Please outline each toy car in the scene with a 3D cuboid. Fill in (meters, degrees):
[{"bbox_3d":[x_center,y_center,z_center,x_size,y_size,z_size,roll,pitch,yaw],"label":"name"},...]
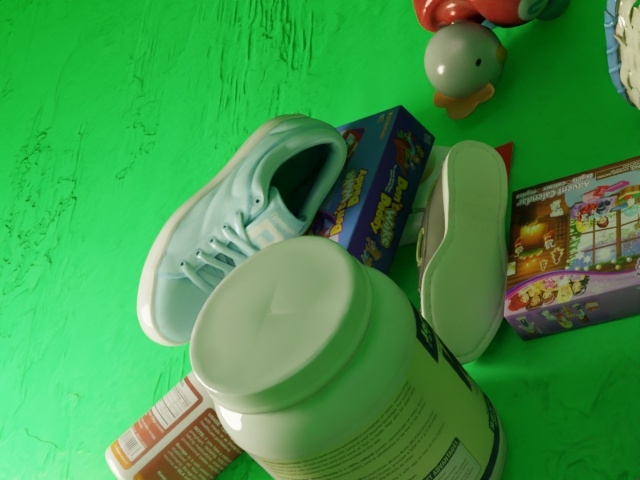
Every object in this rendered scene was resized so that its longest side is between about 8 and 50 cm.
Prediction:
[{"bbox_3d":[0.224,-0.285,1.919,0.210,0.219,0.238,-4,78,37],"label":"toy car"}]

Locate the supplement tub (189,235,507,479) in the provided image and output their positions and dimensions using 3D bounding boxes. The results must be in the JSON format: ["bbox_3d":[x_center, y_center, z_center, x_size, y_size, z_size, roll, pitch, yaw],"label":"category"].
[{"bbox_3d":[0.032,0.171,1.463,0.235,0.325,0.235,-23,40,21],"label":"supplement tub"}]

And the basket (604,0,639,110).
[{"bbox_3d":[0.433,-0.271,1.651,0.201,0.255,0.289,-28,50,-7],"label":"basket"}]

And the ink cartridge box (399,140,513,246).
[{"bbox_3d":[0.165,-0.071,1.832,0.179,0.045,0.145,-17,43,32],"label":"ink cartridge box"}]

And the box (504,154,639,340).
[{"bbox_3d":[0.360,-0.007,1.587,0.293,0.057,0.201,-16,43,28],"label":"box"}]

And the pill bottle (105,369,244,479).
[{"bbox_3d":[-0.155,0.239,1.724,0.216,0.121,0.121,-42,37,-3],"label":"pill bottle"}]

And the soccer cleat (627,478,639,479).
[{"bbox_3d":[0.244,0.300,1.302,0.331,0.143,0.116,-31,38,12],"label":"soccer cleat"}]

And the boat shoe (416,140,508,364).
[{"bbox_3d":[0.172,0.025,1.689,0.091,0.109,0.305,121,161,-60],"label":"boat shoe"}]

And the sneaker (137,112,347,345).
[{"bbox_3d":[-0.099,-0.017,1.760,0.366,0.135,0.150,-57,25,-10],"label":"sneaker"}]

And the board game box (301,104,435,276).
[{"bbox_3d":[0.000,0.000,1.824,0.233,0.078,0.347,-14,45,46],"label":"board game box"}]
